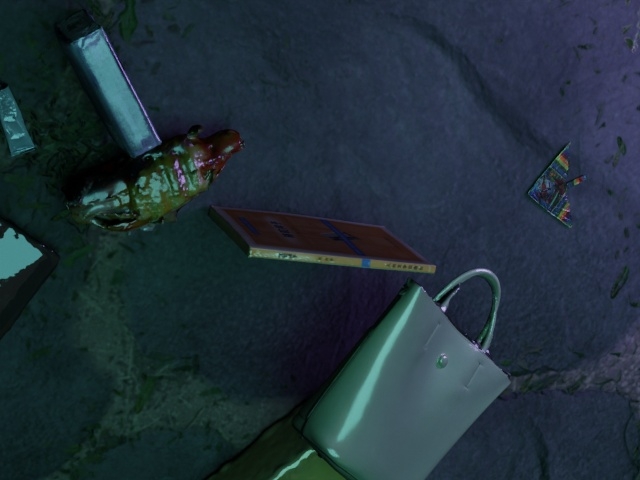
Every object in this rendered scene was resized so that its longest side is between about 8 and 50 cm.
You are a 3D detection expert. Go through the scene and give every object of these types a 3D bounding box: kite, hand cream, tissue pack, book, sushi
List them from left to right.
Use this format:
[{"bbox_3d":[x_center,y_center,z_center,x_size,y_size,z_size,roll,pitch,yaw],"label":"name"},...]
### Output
[{"bbox_3d":[-0.357,-0.143,1.756,0.030,0.019,0.093,-22,121,-14],"label":"hand cream"},{"bbox_3d":[-0.243,-0.179,1.728,0.051,0.112,0.156,-30,116,-9],"label":"tissue pack"},{"bbox_3d":[-0.192,-0.067,1.800,0.226,0.103,0.097,-24,88,-8],"label":"sushi"},{"bbox_3d":[0.000,-0.001,1.850,0.242,0.170,0.018,6,105,-23],"label":"book"},{"bbox_3d":[0.318,-0.070,2.034,0.090,0.004,0.122,-16,113,-15],"label":"kite"}]

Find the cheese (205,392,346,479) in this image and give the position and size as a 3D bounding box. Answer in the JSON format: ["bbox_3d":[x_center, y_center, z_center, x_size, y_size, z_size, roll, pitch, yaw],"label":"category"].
[{"bbox_3d":[-0.003,0.417,2.032,0.384,0.104,0.384,-6,109,-18],"label":"cheese"}]

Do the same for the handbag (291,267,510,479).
[{"bbox_3d":[0.129,0.172,1.877,0.315,0.109,0.241,-47,129,-2],"label":"handbag"}]

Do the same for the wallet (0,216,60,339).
[{"bbox_3d":[-0.457,0.100,1.789,0.165,0.042,0.309,36,93,-29],"label":"wallet"}]
